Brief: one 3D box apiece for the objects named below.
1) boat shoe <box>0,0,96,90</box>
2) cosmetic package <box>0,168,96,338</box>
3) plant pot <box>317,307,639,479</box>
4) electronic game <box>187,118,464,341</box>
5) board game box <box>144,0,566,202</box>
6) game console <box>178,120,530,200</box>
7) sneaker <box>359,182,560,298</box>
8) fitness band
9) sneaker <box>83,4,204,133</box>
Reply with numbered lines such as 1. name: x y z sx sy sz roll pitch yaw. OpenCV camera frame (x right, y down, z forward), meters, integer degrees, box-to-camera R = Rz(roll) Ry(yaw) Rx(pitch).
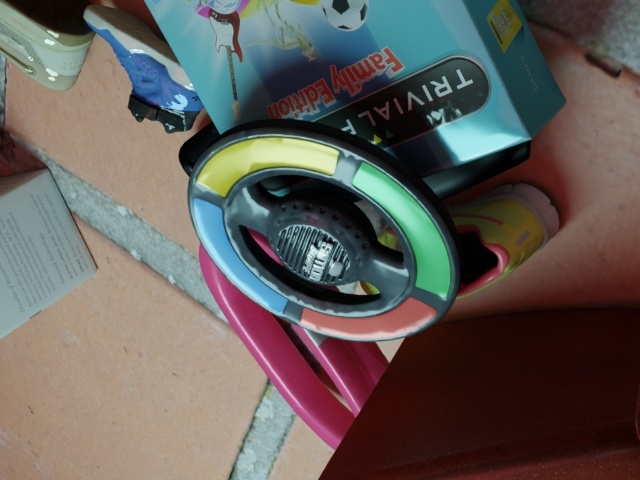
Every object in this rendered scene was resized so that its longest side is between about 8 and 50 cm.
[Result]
1. boat shoe: -0.367 -0.270 0.894 0.302 0.109 0.098 37 133 3
2. cosmetic package: -0.414 0.022 1.065 0.151 0.184 0.151 -5 115 39
3. plant pot: 0.198 0.202 0.704 0.236 0.267 0.267 -28 100 32
4. electronic game: 0.000 0.000 0.679 0.229 0.048 0.229 16 139 14
5. board game box: -0.010 -0.195 0.642 0.254 0.079 0.336 -19 105 42
6. game console: 0.005 -0.100 0.776 0.361 0.044 0.213 -27 101 44
7. sneaker: 0.099 0.015 0.748 0.209 0.094 0.081 -27 102 45
8. fitness band: -0.021 0.101 0.880 0.290 0.054 0.209 56 157 -4
9. sneaker: -0.181 -0.164 0.851 0.152 0.058 0.084 33 116 6
